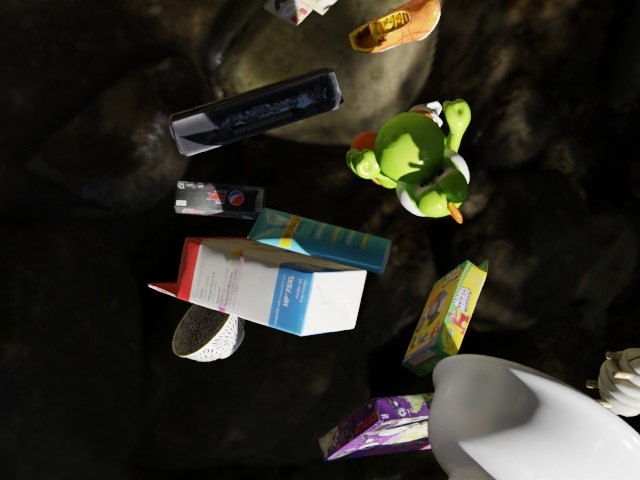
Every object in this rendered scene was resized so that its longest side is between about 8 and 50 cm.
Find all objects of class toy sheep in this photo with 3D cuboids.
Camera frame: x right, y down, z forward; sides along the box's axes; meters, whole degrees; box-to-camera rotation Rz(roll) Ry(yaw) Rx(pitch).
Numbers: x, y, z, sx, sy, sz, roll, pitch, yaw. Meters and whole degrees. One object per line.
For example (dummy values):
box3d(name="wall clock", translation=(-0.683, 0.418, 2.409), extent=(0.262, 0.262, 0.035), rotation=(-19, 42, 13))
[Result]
box3d(name="toy sheep", translation=(0.408, 0.184, 1.334), extent=(0.091, 0.091, 0.132), rotation=(-25, 150, -39))

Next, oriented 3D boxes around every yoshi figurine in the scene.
box3d(name="yoshi figurine", translation=(0.147, -0.151, 1.658), extent=(0.203, 0.362, 0.203), rotation=(17, 103, -12))

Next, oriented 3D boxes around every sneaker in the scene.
box3d(name="sneaker", translation=(0.120, -0.339, 1.619), extent=(0.067, 0.064, 0.175), rotation=(-17, 175, -45))
box3d(name="sneaker", translation=(0.231, -0.260, 2.343), extent=(0.095, 0.235, 0.090), rotation=(-24, 115, 20))

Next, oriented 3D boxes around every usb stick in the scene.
box3d(name="usb stick", translation=(-0.103, -0.203, 1.592), extent=(0.278, 0.045, 0.077), rotation=(-17, 124, 5))

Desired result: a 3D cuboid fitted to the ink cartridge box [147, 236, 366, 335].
box3d(name="ink cartridge box", translation=(-0.079, 0.047, 1.234), extent=(0.134, 0.231, 0.078), rotation=(1, 102, -61))

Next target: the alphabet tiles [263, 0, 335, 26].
box3d(name="alphabet tiles", translation=(0.022, -0.414, 1.494), extent=(0.237, 0.009, 0.198), rotation=(-44, 165, 14))

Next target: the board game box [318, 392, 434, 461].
box3d(name="board game box", translation=(0.194, 0.324, 1.804), extent=(0.347, 0.056, 0.208), rotation=(0, 155, -30))

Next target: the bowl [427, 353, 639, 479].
box3d(name="bowl", translation=(0.244, 0.276, 1.233), extent=(0.134, 0.298, 0.298), rotation=(-58, 153, -22))

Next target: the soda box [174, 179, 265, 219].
box3d(name="soda box", translation=(-0.188, -0.075, 1.903), extent=(0.060, 0.169, 0.053), rotation=(112, -17, -79))

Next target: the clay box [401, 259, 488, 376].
box3d(name="clay box", translation=(0.232, 0.132, 1.863), extent=(0.127, 0.053, 0.222), rotation=(-45, -163, 56))

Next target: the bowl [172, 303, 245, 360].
box3d(name="bowl", translation=(-0.200, 0.176, 1.965), extent=(0.080, 0.170, 0.170), rotation=(43, 83, -26))

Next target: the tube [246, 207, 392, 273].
box3d(name="tube", translation=(0.000, 0.000, 1.504), extent=(0.080, 0.207, 0.052), rotation=(-63, 163, -52))
